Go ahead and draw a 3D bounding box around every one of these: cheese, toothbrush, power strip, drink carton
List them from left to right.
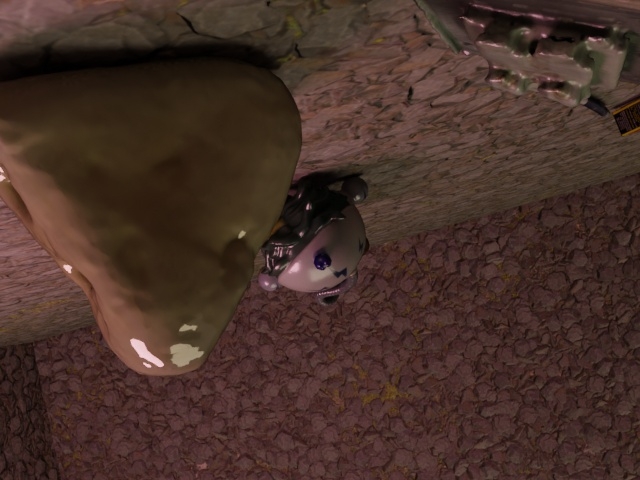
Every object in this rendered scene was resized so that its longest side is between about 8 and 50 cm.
[{"bbox_3d":[-0.118,-0.033,0.521,0.248,0.251,0.174,-29,-179,-27],"label":"cheese"},{"bbox_3d":[0.175,-0.143,0.479,0.198,0.064,0.213,19,-170,24],"label":"power strip"},{"bbox_3d":[0.416,-0.217,0.956,0.026,0.024,0.288,-36,162,32],"label":"toothbrush"},{"bbox_3d":[0.589,-0.236,1.044,0.071,0.056,0.166,-21,176,-20],"label":"drink carton"}]

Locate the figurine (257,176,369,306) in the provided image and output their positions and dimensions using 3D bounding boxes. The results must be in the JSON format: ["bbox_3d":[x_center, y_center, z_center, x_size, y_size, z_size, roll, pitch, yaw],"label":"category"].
[{"bbox_3d":[0.001,-0.004,1.130,0.186,0.261,0.382,29,-177,11],"label":"figurine"}]
